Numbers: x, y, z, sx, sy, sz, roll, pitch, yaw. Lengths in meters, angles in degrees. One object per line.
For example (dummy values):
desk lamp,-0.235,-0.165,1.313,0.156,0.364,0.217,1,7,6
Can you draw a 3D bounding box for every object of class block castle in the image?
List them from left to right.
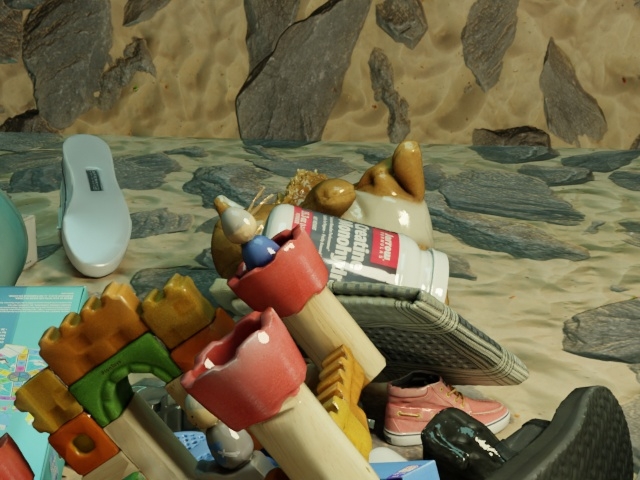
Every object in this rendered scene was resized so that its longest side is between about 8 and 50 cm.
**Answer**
block castle,-0.174,0.180,0.978,0.453,0.213,0.303,-35,11,15

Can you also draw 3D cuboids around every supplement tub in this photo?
supplement tub,0.036,0.065,1.700,0.272,0.191,0.191,14,15,-6

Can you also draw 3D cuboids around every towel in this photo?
towel,0.061,0.126,1.469,0.324,0.056,0.312,1,-21,35

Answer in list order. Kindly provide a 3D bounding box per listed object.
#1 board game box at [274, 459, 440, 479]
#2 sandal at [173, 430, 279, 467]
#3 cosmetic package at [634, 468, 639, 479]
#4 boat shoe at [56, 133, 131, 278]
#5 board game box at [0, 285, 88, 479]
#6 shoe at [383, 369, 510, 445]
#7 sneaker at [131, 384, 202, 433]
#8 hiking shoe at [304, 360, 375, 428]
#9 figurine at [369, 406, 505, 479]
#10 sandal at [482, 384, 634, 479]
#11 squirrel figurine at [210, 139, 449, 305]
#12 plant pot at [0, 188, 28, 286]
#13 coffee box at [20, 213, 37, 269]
board game box,0.029,0.276,0.995,0.210,0.160,0.047,-13,2,45
sandal,-0.063,0.251,1.192,0.317,0.138,0.126,8,47,33
cosmetic package,0.570,0.163,1.026,0.393,0.327,0.329,33,31,27
boat shoe,-0.456,-0.035,2.225,0.135,0.156,0.367,-1,45,-21
board game box,-0.416,0.192,1.318,0.253,0.079,0.336,0,40,0
shoe,0.166,0.210,1.475,0.178,0.081,0.063,-5,17,-19
sneaker,-0.230,0.229,1.430,0.267,0.101,0.106,0,-7,6
hiking shoe,-0.051,0.202,1.518,0.132,0.113,0.304,26,-1,-24
figurine,0.168,0.280,1.243,0.209,0.092,0.215,19,25,38
sandal,0.203,0.238,1.079,0.107,0.168,0.445,-6,0,30
squirrel figurine,0.000,0.000,1.989,0.370,0.281,0.397,-11,3,-1
plant pot,-0.585,0.064,1.689,0.271,0.272,0.255,-1,32,-6
coffee box,-0.672,0.005,2.129,0.246,0.098,0.141,5,17,15
